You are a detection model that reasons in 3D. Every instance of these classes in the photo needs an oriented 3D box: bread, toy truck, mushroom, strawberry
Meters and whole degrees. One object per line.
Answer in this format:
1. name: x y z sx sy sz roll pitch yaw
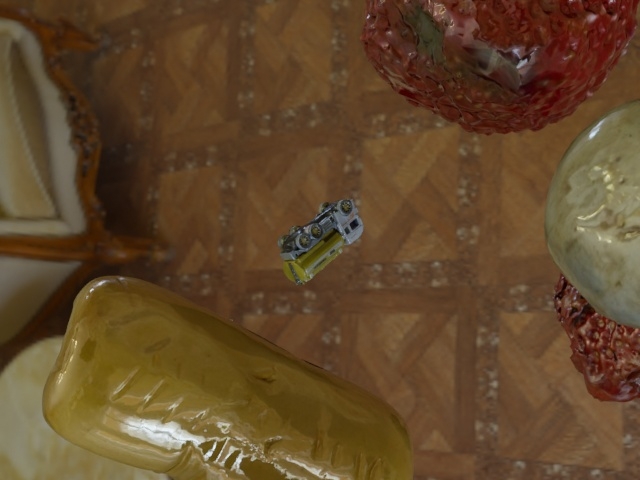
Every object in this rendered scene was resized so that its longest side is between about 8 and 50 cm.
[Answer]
1. bread: -0.058 0.132 0.865 0.091 0.305 0.142 -38 31 50
2. toy truck: 0.000 0.000 1.432 0.052 0.123 0.062 -6 119 56
3. mushroom: 0.238 -0.017 0.798 0.166 0.127 0.166 -25 49 33
4. strawberry: 0.317 0.070 1.112 0.187 0.184 0.201 12 59 22
5. strawberry: 0.169 -0.221 1.140 0.292 0.292 0.310 -15 39 47
